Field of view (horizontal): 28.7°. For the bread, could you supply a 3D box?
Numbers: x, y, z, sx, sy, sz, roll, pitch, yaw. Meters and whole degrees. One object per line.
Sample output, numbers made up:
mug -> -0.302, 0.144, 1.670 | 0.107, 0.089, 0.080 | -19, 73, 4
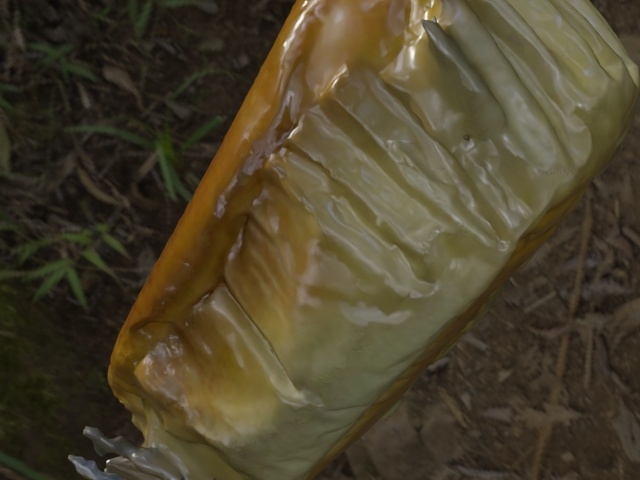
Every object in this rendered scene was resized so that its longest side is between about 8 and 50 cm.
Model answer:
bread -> 0.006, -0.003, 0.693 | 0.183, 0.236, 0.388 | 44, 123, 9
